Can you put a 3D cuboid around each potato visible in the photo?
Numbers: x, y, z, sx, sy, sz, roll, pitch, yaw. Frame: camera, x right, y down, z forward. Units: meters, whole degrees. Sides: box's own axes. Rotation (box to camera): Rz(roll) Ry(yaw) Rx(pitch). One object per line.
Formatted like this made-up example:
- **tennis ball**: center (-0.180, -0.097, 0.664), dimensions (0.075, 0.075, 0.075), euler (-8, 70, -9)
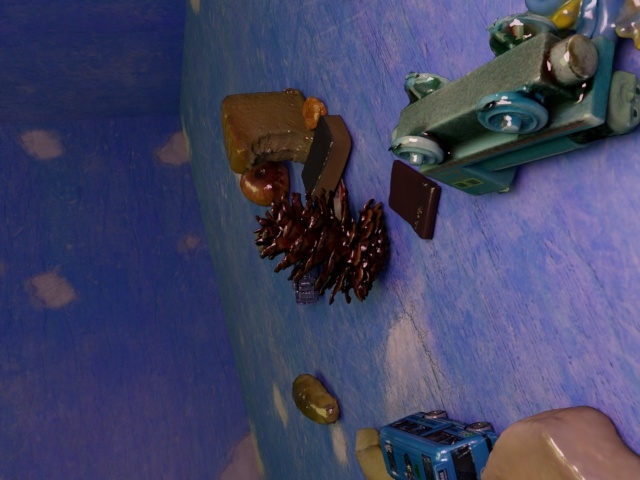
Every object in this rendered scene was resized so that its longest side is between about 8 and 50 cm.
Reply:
- **potato**: center (0.145, 0.524, 1.271), dimensions (0.120, 0.081, 0.149), euler (-50, -64, -78)
- **potato**: center (-0.016, 0.479, 1.602), dimensions (0.226, 0.090, 0.117), euler (23, 113, 58)

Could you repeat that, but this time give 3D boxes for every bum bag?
- **bum bag**: center (0.168, -0.080, 0.999), dimensions (0.159, 0.026, 0.109), euler (-131, 37, -54)

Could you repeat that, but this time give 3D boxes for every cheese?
- **cheese**: center (0.325, 0.371, 0.650), dimensions (0.318, 0.115, 0.326), euler (173, 88, -69)

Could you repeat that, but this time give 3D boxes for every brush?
- **brush**: center (0.009, -0.192, 1.279), dimensions (0.123, 0.059, 0.197), euler (-108, 30, -43)

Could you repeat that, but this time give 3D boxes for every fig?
- **fig**: center (-0.172, -0.167, 1.722), dimensions (0.257, 0.159, 0.159), euler (99, 159, -78)

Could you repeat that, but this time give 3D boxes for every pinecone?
- **pinecone**: center (-0.001, 0.003, 1.126), dimensions (0.246, 0.292, 0.246), euler (16, -90, -89)

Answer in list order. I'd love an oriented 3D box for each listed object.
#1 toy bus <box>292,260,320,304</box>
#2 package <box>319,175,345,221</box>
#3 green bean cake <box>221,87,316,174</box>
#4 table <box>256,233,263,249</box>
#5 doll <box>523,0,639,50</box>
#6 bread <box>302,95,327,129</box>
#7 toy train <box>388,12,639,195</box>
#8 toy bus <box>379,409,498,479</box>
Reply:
- **toy bus**: center (-0.042, 0.062, 1.523), dimensions (0.094, 0.079, 0.236), euler (-84, -9, -74)
- **package**: center (0.023, -0.079, 1.365), dimensions (0.239, 0.030, 0.154), euler (175, 88, -70)
- **green bean cake**: center (-0.136, -0.279, 1.416), dimensions (0.124, 0.236, 0.232), euler (107, 149, -54)
- **table**: center (-0.169, -0.002, 1.814), dimensions (0.079, 0.083, 0.062), euler (-166, 70, -68)
- **doll**: center (0.290, -0.331, 0.484), dimensions (0.346, 0.099, 0.341), euler (-129, 37, -48)
- **bread**: center (-0.015, -0.321, 1.347), dimensions (0.081, 0.046, 0.083), euler (155, 108, -64)
- **toy train**: center (0.218, -0.142, 0.636), dimensions (0.298, 0.194, 0.119), euler (-11, 63, 65)
- **toy bus**: center (0.207, 0.377, 0.928), dimensions (0.246, 0.134, 0.113), euler (154, 106, -69)
